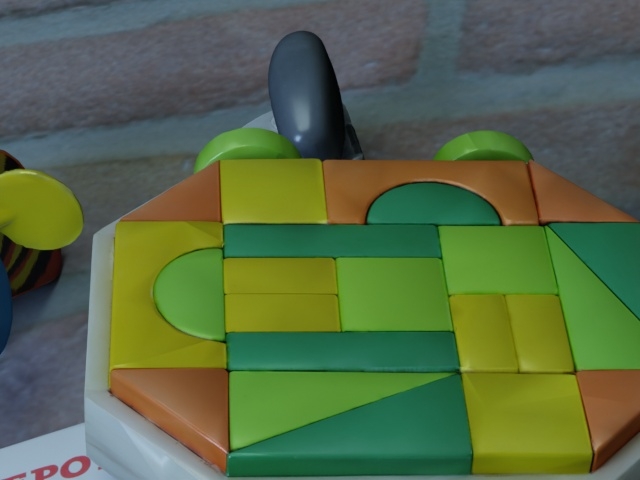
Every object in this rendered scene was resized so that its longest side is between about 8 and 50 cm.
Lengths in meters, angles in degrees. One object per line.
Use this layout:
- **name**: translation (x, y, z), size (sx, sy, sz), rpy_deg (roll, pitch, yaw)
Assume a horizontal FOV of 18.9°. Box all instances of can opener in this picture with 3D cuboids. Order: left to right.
- **can opener**: translation (0.000, 0.000, 1.024), size (0.074, 0.093, 0.280), rpy_deg (-20, 44, 3)

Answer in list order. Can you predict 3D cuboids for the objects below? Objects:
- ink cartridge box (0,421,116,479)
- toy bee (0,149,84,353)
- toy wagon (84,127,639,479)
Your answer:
- **ink cartridge box**: translation (-0.131, 0.220, 0.810), size (0.197, 0.114, 0.273), rpy_deg (-18, 39, 7)
- **toy bee**: translation (-0.220, -0.003, 0.998), size (0.195, 0.162, 0.298), rpy_deg (-13, 17, -1)
- **toy wagon**: translation (0.069, 0.044, 0.865), size (0.344, 0.068, 0.267), rpy_deg (0, 40, -4)
